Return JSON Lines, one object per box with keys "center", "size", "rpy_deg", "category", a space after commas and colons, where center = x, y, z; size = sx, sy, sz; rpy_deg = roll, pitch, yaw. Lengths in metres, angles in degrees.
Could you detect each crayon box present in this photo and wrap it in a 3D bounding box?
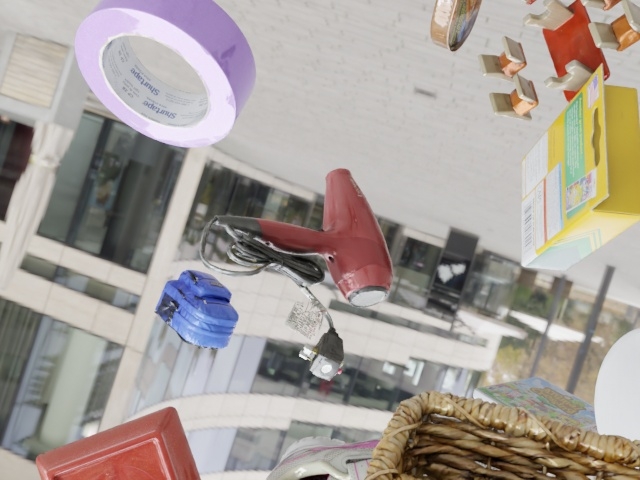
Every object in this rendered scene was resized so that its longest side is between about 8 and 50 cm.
{"center": [0.401, -0.095, 1.113], "size": [0.083, 0.203, 0.323], "rpy_deg": [6, 162, -2], "category": "crayon box"}

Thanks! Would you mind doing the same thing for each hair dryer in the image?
{"center": [0.000, 0.000, 0.879], "size": [0.224, 0.080, 0.293], "rpy_deg": [49, -144, -13], "category": "hair dryer"}

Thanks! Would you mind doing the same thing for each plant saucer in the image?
{"center": [-0.327, 0.444, 1.215], "size": [0.259, 0.259, 0.048], "rpy_deg": [-20, 176, 0], "category": "plant saucer"}

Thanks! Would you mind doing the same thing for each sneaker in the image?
{"center": [0.056, 0.223, 0.641], "size": [0.252, 0.103, 0.111], "rpy_deg": [-18, 176, 22], "category": "sneaker"}

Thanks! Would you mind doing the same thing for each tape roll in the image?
{"center": [-0.245, -0.278, 1.160], "size": [0.274, 0.090, 0.275], "rpy_deg": [15, 145, 11], "category": "tape roll"}

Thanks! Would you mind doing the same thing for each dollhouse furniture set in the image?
{"center": [0.395, -0.352, 1.178], "size": [0.135, 0.259, 0.262], "rpy_deg": [4, 155, -36], "category": "dollhouse furniture set"}

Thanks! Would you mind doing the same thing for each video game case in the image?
{"center": [0.425, 0.316, 1.344], "size": [0.193, 0.023, 0.212], "rpy_deg": [-1, -163, -36], "category": "video game case"}

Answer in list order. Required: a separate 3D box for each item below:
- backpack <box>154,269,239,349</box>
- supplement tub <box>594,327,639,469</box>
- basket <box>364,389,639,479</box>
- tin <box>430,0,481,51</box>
{"center": [-0.187, 0.109, 1.131], "size": [0.098, 0.101, 0.120], "rpy_deg": [11, -161, -43], "category": "backpack"}
{"center": [0.510, 0.200, 0.843], "size": [0.316, 0.228, 0.228], "rpy_deg": [4, -174, -20], "category": "supplement tub"}
{"center": [0.149, 0.246, 0.432], "size": [0.299, 0.223, 0.213], "rpy_deg": [13, -171, 20], "category": "basket"}
{"center": [0.204, -0.366, 1.037], "size": [0.040, 0.190, 0.106], "rpy_deg": [25, -145, 18], "category": "tin"}
